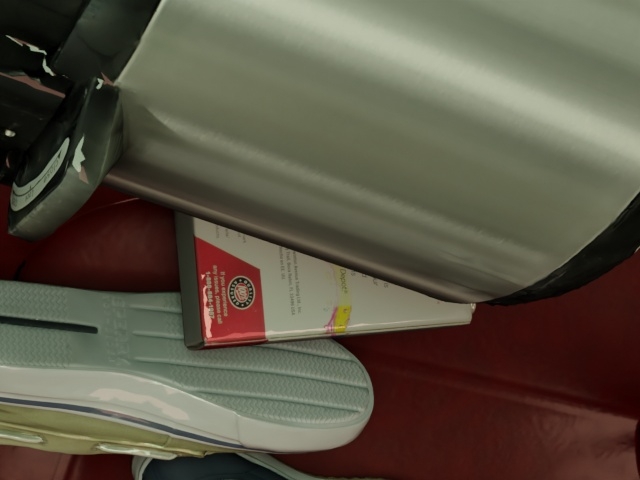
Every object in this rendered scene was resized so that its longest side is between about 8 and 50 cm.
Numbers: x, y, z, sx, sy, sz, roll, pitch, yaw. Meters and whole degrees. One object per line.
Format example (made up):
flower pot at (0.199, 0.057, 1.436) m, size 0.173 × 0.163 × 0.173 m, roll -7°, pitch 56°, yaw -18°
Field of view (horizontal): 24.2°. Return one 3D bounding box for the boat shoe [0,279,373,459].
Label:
boat shoe at (-0.116, 0.094, 0.989) m, size 0.302 × 0.109 × 0.094 m, roll 12°, pitch 134°, yaw -17°

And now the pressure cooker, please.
pressure cooker at (-0.023, -0.181, 0.724) m, size 0.420 × 0.370 × 0.376 m, roll 20°, pitch 112°, yaw -22°

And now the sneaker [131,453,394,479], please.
sneaker at (0.004, 0.229, 1.042) m, size 0.282 × 0.153 × 0.099 m, roll 24°, pitch 106°, yaw -25°

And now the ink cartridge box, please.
ink cartridge box at (0.000, 0.000, 0.952) m, size 0.175 × 0.072 × 0.128 m, roll -3°, pitch 83°, yaw -15°
